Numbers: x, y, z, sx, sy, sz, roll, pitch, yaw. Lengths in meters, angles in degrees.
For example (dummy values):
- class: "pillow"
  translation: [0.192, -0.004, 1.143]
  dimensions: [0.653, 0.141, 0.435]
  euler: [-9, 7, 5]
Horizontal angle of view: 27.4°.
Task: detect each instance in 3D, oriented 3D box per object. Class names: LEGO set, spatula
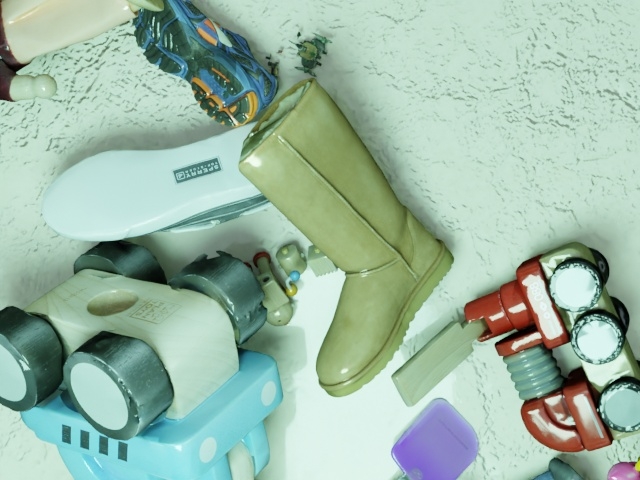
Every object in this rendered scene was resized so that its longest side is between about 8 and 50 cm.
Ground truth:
- class: "LEGO set"
  translation: [-0.022, -0.214, 1.517]
  dimensions: [0.083, 0.023, 0.054]
  euler: [-2, 92, 19]
- class: "spatula"
  translation: [0.064, 0.314, 1.536]
  dimensions: [0.084, 0.030, 0.296]
  euler: [45, 97, -1]

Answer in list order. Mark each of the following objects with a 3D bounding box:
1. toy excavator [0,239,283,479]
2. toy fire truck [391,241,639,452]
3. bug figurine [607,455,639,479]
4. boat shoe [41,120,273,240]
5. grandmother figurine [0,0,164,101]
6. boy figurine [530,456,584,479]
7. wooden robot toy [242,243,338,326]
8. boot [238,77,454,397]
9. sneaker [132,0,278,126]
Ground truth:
- class: "toy excavator"
  translation: [-0.128, 0.254, 1.449]
  dimensions: [0.433, 0.222, 0.445]
  euler: [10, 124, 34]
- class: "toy fire truck"
  translation: [0.225, 0.143, 1.461]
  dimensions: [0.246, 0.158, 0.217]
  euler: [-22, 92, 18]
- class: "bug figurine"
  translation: [0.372, 0.324, 1.444]
  dimensions: [0.216, 0.072, 0.279]
  euler: [16, 94, -39]
- class: "boat shoe"
  translation: [-0.162, -0.054, 1.497]
  dimensions: [0.301, 0.102, 0.108]
  euler: [-17, 63, -1]
- class: "grandmother figurine"
  translation: [-0.348, -0.241, 1.487]
  dimensions: [0.342, 0.104, 0.208]
  euler: [-26, 46, 15]
- class: "boy figurine"
  translation: [0.187, 0.363, 1.477]
  dimensions: [0.285, 0.092, 0.177]
  euler: [-36, 90, -6]
- class: "wooden robot toy"
  translation: [-0.051, 0.061, 1.526]
  dimensions: [0.173, 0.076, 0.079]
  euler: [-28, 126, 7]
- class: "boot"
  translation: [0.000, 0.000, 1.421]
  dimensions: [0.269, 0.089, 0.236]
  euler: [48, 62, -24]
- class: "sneaker"
  translation: [-0.134, -0.218, 1.502]
  dimensions: [0.221, 0.087, 0.083]
  euler: [50, 129, 14]
